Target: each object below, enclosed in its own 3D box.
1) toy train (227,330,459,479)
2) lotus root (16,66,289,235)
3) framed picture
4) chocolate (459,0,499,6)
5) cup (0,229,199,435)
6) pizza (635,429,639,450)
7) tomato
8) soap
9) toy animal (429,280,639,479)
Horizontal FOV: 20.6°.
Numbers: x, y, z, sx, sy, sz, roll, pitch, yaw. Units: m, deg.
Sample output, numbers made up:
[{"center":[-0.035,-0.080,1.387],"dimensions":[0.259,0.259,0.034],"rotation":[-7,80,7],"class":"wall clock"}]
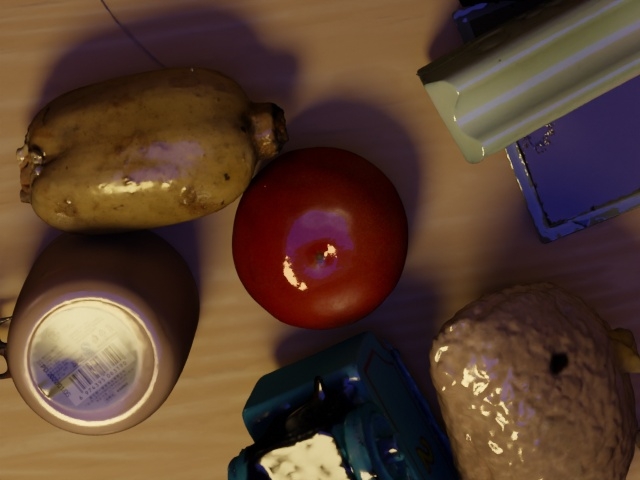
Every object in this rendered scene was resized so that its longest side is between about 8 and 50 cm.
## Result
[{"center":[0.041,0.262,1.825],"dimensions":[0.188,0.265,0.300],"rotation":[-24,103,19],"class":"toy train"},{"center":[-0.174,-0.092,1.800],"dimensions":[0.284,0.146,0.160],"rotation":[-10,97,1],"class":"lotus root"},{"center":[0.285,-0.156,1.858],"dimensions":[0.216,0.016,0.273],"rotation":[-21,103,4],"class":"framed picture"},{"center":[0.175,-0.332,1.727],"dimensions":[0.224,0.177,0.206],"rotation":[-1,99,3],"class":"chocolate"},{"center":[-0.257,0.100,1.818],"dimensions":[0.253,0.200,0.191],"rotation":[-9,103,2],"class":"cup"},{"center":[0.421,0.279,1.939],"dimensions":[0.199,0.062,0.188],"rotation":[40,97,-8],"class":"pizza"},{"center":[0.000,0.000,1.830],"dimensions":[0.195,0.136,0.195],"rotation":[0,103,-1],"class":"tomato"},{"center":[0.246,-0.192,1.752],"dimensions":[0.290,0.173,0.095],"rotation":[-28,101,6],"class":"soap"},{"center":[0.238,0.188,1.836],"dimensions":[0.226,0.188,0.358],"rotation":[-42,133,-33],"class":"toy animal"}]
